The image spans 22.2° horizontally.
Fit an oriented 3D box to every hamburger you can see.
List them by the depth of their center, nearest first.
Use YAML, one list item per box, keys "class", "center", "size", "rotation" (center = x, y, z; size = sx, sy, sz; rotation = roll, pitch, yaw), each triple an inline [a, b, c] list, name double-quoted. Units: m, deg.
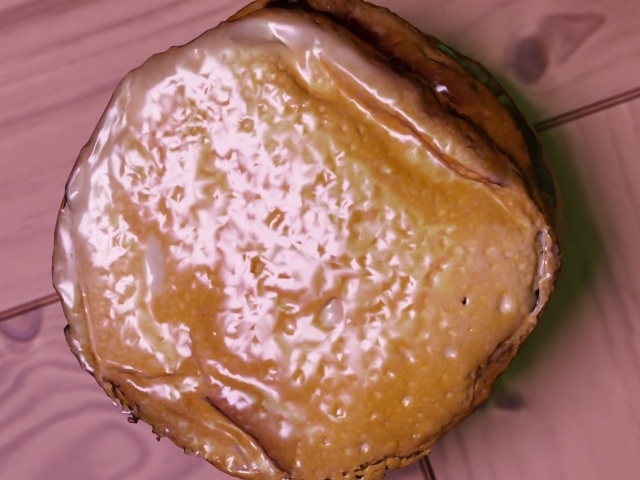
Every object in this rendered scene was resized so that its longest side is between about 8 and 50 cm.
- class: "hamburger"
  center: [0.000, 0.000, 0.798]
  size: [0.244, 0.163, 0.244]
  rotation: [0, 92, 4]
